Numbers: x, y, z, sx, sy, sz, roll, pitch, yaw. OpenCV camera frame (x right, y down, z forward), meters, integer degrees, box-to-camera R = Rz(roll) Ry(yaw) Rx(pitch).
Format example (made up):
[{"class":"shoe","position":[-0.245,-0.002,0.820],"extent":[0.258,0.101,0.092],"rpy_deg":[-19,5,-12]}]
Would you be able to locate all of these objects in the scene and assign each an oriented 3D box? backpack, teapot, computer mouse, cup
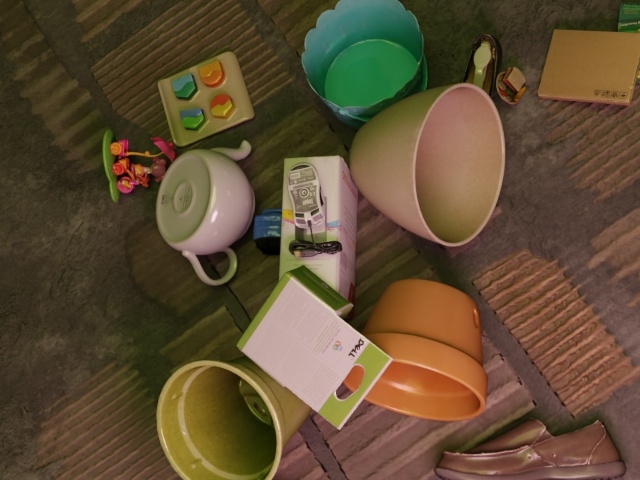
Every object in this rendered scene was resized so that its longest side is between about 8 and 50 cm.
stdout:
[{"class":"backpack","position":[-0.103,-0.023,1.880],"extent":[0.098,0.120,0.101],"rpy_deg":[-7,74,11]},{"class":"teapot","position":[-0.235,-0.072,1.897],"extent":[0.256,0.187,0.252],"rpy_deg":[-51,49,23]},{"class":"computer mouse","position":[-0.020,-0.061,1.679],"extent":[0.106,0.042,0.193],"rpy_deg":[-10,79,15]},{"class":"cup","position":[0.201,-0.165,1.778],"extent":[0.237,0.331,0.331],"rpy_deg":[9,76,41]}]

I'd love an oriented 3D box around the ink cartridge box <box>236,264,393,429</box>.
[{"class":"ink cartridge box","position":[-0.002,0.201,1.598],"extent":[0.255,0.097,0.189],"rpy_deg":[38,108,12]}]

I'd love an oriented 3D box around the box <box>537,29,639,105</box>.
[{"class":"box","position":[0.594,-0.383,1.851],"extent":[0.201,0.021,0.164],"rpy_deg":[11,79,30]}]

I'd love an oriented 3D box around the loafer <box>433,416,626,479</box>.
[{"class":"loafer","position":[0.404,0.418,1.662],"extent":[0.366,0.134,0.130],"rpy_deg":[-4,70,1]}]

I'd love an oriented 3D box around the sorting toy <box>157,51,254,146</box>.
[{"class":"sorting toy","position":[-0.282,-0.346,2.047],"extent":[0.208,0.038,0.193],"rpy_deg":[-20,72,6]}]

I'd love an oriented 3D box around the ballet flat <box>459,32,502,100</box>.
[{"class":"ballet flat","position":[0.342,-0.336,1.881],"extent":[0.095,0.096,0.280],"rpy_deg":[8,78,15]}]

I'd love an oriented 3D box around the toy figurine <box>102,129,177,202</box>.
[{"class":"toy figurine","position":[-0.420,-0.181,2.006],"extent":[0.159,0.130,0.173],"rpy_deg":[-3,97,2]}]

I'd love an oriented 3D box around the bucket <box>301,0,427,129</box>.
[{"class":"bucket","position":[0.108,-0.390,1.900],"extent":[0.281,0.183,0.281],"rpy_deg":[-3,76,12]}]

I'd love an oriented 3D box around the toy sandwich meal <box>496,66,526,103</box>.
[{"class":"toy sandwich meal","position":[0.427,-0.345,1.882],"extent":[0.029,0.085,0.085],"rpy_deg":[-21,64,54]}]

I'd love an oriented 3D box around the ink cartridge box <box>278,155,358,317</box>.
[{"class":"ink cartridge box","position":[0.000,0.000,1.797],"extent":[0.131,0.226,0.306],"rpy_deg":[-2,74,12]}]

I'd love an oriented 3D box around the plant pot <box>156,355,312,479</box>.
[{"class":"plant pot","position":[-0.145,0.338,1.699],"extent":[0.276,0.254,0.276],"rpy_deg":[5,102,24]}]

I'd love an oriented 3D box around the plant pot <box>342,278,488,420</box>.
[{"class":"plant pot","position":[0.201,0.210,1.685],"extent":[0.291,0.291,0.203],"rpy_deg":[9,62,14]}]

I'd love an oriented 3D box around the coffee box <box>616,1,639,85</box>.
[{"class":"coffee box","position":[0.708,-0.431,1.858],"extent":[0.113,0.040,0.184],"rpy_deg":[9,77,14]}]
